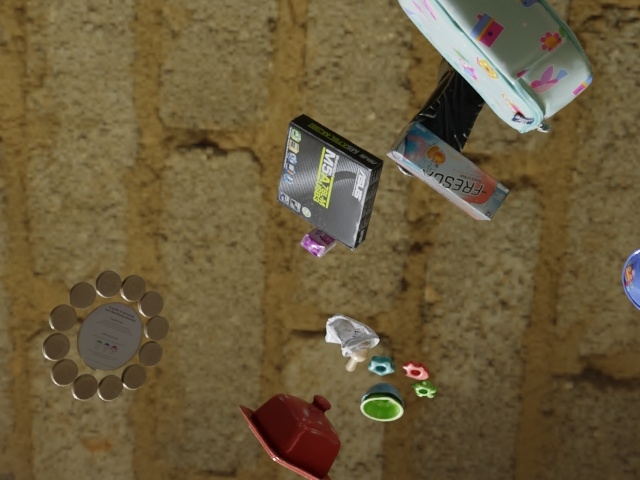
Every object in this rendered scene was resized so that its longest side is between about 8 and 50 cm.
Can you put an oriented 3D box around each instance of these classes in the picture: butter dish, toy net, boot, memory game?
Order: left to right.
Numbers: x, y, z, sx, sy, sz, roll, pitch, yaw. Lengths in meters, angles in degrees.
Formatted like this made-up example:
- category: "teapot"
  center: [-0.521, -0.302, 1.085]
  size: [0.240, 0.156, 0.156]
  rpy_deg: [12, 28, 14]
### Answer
- category: "memory game"
  center: [-0.288, 0.130, 1.314]
  size: [0.012, 0.186, 0.186]
  rpy_deg: [18, 109, 50]
- category: "butter dish"
  center: [-0.029, 0.306, 1.598]
  size: [0.118, 0.160, 0.160]
  rpy_deg: [-51, 36, 1]
- category: "toy net"
  center: [0.087, 0.192, 1.469]
  size: [0.232, 0.122, 0.045]
  rpy_deg: [55, -146, -39]
- category: "boot"
  center: [0.217, -0.231, 1.622]
  size: [0.246, 0.094, 0.207]
  rpy_deg: [-57, 4, 19]

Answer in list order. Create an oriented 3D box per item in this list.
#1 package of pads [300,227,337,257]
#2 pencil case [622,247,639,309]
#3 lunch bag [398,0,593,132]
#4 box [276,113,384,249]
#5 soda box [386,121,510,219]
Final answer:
- category: "package of pads"
  center: [0.000, 0.000, 1.899]
  size: [0.032, 0.050, 0.083]
  rpy_deg: [-57, -9, 26]
- category: "pencil case"
  center: [0.700, 0.052, 1.746]
  size: [0.133, 0.306, 0.119]
  rpy_deg: [113, 143, -51]
- category: "lunch bag"
  center: [0.207, -0.255, 1.197]
  size: [0.279, 0.108, 0.224]
  rpy_deg: [50, -179, 2]
- category: "box"
  center: [0.013, -0.103, 1.727]
  size: [0.045, 0.184, 0.190]
  rpy_deg: [-34, -31, -39]
- category: "soda box"
  center: [0.193, -0.103, 1.468]
  size: [0.058, 0.183, 0.063]
  rpy_deg: [-57, 9, -5]
